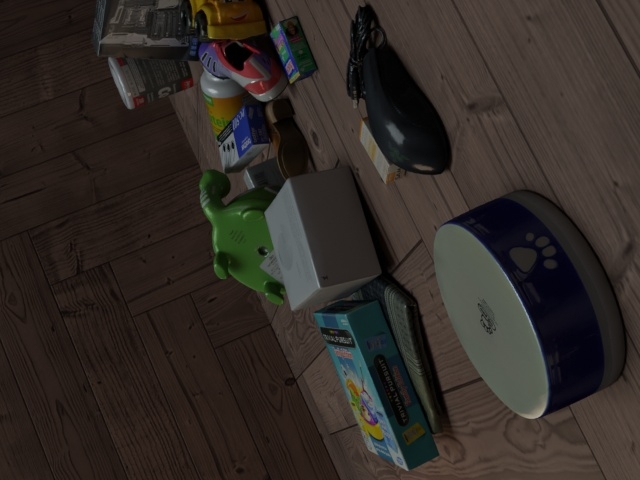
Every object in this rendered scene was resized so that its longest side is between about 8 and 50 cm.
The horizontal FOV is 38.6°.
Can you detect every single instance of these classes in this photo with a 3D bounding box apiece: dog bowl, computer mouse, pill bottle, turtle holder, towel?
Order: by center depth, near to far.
[{"bbox_3d":[0.246,0.078,1.118,0.265,0.104,0.265,158,90,-78],"label":"dog bowl"},{"bbox_3d":[0.094,-0.195,1.351,0.188,0.072,0.272,87,157,-55],"label":"computer mouse"},{"bbox_3d":[0.154,0.203,1.893,0.312,0.056,0.324,38,146,61],"label":"towel"},{"bbox_3d":[-0.142,-0.020,2.149,0.227,0.320,0.243,-64,-17,-57],"label":"turtle holder"},{"bbox_3d":[-0.215,-0.354,2.223,0.136,0.136,0.246,-125,17,-44],"label":"pill bottle"},{"bbox_3d":[-0.442,-0.493,2.594,0.161,0.283,0.161,60,166,26],"label":"pill bottle"}]

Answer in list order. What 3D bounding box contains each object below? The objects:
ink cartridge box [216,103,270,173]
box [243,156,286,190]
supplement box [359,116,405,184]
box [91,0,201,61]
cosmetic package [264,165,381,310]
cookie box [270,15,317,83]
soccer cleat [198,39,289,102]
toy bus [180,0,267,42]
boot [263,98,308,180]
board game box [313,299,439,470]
[{"bbox_3d":[-0.182,-0.232,2.116,0.207,0.046,0.097,-32,68,61],"label":"ink cartridge box"},{"bbox_3d":[-0.130,-0.145,2.320,0.101,0.102,0.087,65,166,7],"label":"box"},{"bbox_3d":[0.101,-0.150,1.482,0.062,0.036,0.098,95,150,-64],"label":"supplement box"},{"bbox_3d":[-0.364,-0.552,2.025,0.077,0.242,0.308,61,142,41],"label":"box"},{"bbox_3d":[0.000,0.000,1.829,0.225,0.138,0.224,134,121,-70],"label":"cosmetic package"},{"bbox_3d":[-0.052,-0.362,1.745,0.107,0.040,0.092,67,167,-4],"label":"cookie box"},{"bbox_3d":[-0.188,-0.403,1.991,0.318,0.108,0.116,39,174,46],"label":"soccer cleat"},{"bbox_3d":[-0.206,-0.532,1.917,0.220,0.149,0.212,-136,42,-56],"label":"toy bus"},{"bbox_3d":[-0.084,-0.221,2.073,0.152,0.072,0.197,175,84,-76],"label":"boot"},{"bbox_3d":[0.109,0.293,1.918,0.336,0.079,0.254,68,164,-2],"label":"board game box"}]
